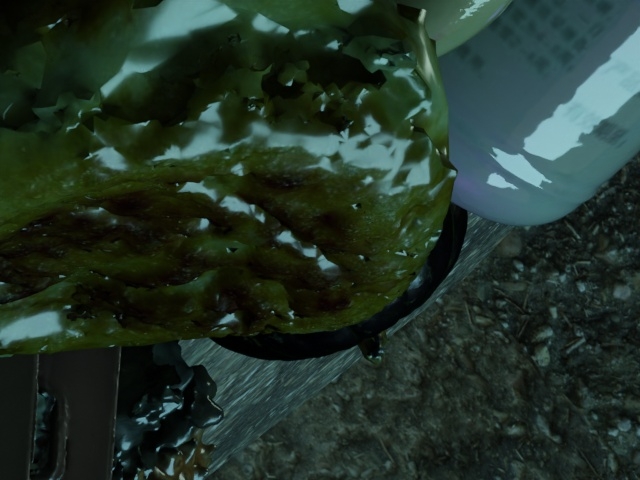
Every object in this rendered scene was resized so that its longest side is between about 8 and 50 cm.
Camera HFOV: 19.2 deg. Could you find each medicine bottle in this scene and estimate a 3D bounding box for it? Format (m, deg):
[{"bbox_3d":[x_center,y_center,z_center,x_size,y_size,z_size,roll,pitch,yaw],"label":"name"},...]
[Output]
[{"bbox_3d":[0.143,-0.183,1.024,0.302,0.241,0.241,-44,172,21],"label":"medicine bottle"}]

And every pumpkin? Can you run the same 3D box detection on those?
[{"bbox_3d":[0.000,0.000,1.479,0.250,0.216,0.250,-23,-166,6],"label":"pumpkin"}]

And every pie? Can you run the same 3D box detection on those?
[{"bbox_3d":[-0.084,-0.020,0.890,0.288,0.103,0.355,-2,153,-15],"label":"pie"}]

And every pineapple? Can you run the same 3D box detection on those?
[{"bbox_3d":[-0.185,0.165,1.572,0.223,0.223,0.357,-37,163,-30],"label":"pineapple"}]

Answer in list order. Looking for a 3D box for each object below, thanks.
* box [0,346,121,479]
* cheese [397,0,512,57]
[{"bbox_3d":[-0.192,0.141,1.248,0.086,0.215,0.215,6,163,-15],"label":"box"},{"bbox_3d":[0.070,-0.154,0.878,0.071,0.248,0.163,-49,139,-62],"label":"cheese"}]
